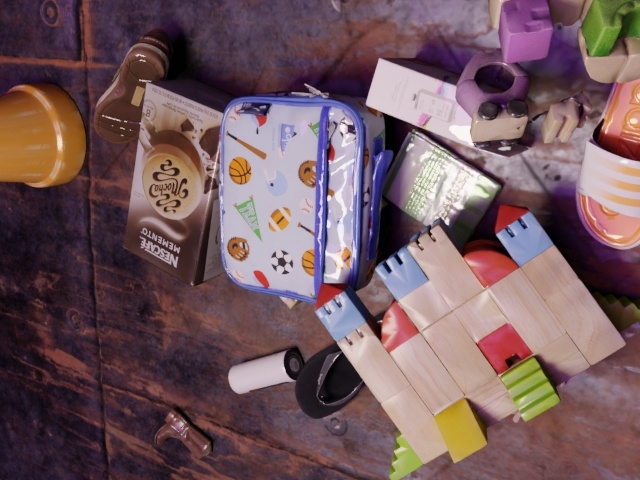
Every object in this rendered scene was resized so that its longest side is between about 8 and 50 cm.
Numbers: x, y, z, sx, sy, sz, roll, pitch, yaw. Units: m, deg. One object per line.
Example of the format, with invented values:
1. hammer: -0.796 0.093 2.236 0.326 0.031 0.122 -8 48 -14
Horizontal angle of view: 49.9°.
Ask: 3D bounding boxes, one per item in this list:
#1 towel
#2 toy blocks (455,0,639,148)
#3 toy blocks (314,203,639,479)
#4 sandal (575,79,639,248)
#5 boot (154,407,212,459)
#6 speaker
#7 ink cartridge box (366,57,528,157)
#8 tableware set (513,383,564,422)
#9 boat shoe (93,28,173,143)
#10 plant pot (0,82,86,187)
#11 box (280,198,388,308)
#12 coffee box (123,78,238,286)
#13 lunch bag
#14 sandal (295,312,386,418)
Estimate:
1. towel: 0.168 -0.074 0.975 0.152 0.023 0.113 36 121 17
2. toy blocks: 0.285 -0.293 0.694 0.288 0.309 0.260 -5 64 2
3. toy blocks: 0.177 0.090 0.875 0.381 0.191 0.261 -36 89 14
4. sandal: 0.359 -0.115 0.806 0.102 0.076 0.265 16 111 28
5. boot: -0.272 0.406 1.374 0.114 0.037 0.106 37 122 13
6. speaker: -0.096 0.230 1.200 0.136 0.055 0.055 -21 92 34
7. ink cartridge box: 0.174 -0.174 0.883 0.198 0.115 0.067 27 115 22
8. tableware set: 0.263 0.167 0.979 0.168 0.020 0.141 37 120 18
9. boat shoe: -0.316 -0.264 1.193 0.095 0.095 0.257 27 143 -24
10. plant pot: -0.591 -0.194 1.312 0.205 0.188 0.205 9 108 30
11. box: 0.000 0.000 1.075 0.087 0.058 0.232 46 122 13
12. coffee box: -0.212 -0.097 1.143 0.168 0.119 0.297 25 115 23
13. lunch bag: -0.023 -0.068 0.970 0.243 0.115 0.303 11 108 27
14. sandal: 0.039 0.205 1.091 0.097 0.054 0.254 37 122 -7
